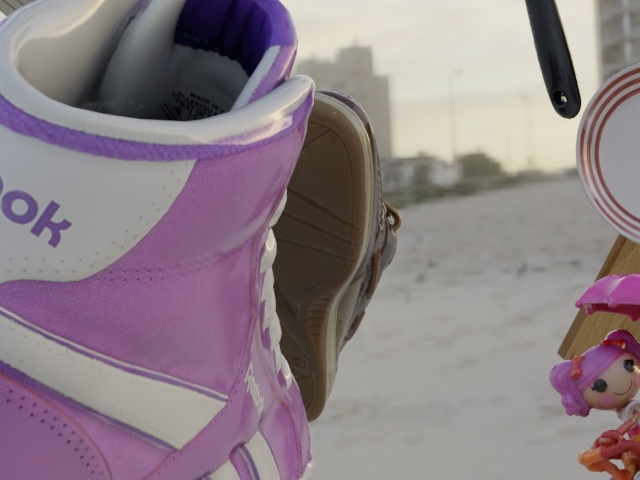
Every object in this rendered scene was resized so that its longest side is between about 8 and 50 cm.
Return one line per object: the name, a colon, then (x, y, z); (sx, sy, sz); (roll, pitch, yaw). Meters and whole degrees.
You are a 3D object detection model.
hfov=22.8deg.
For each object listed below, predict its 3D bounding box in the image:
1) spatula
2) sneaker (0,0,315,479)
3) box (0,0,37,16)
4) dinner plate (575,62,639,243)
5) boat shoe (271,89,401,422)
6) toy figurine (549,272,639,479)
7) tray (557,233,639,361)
spatula: (0.155, -0.238, 1.262); (0.030, 0.296, 0.084); (-27, 10, -38)
sneaker: (-0.035, 0.012, 0.444); (0.102, 0.161, 0.282); (31, 6, 12)
box: (-0.229, -0.361, 1.494); (0.148, 0.311, 0.121); (41, 5, -26)
dinner plate: (0.251, -0.061, 1.147); (0.141, 0.141, 0.017); (-3, -9, -8)
boat shoe: (0.000, 0.000, 1.293); (0.123, 0.342, 0.123); (23, 46, 19)
toy figurine: (0.190, 0.095, 0.880); (0.173, 0.159, 0.130); (-33, -15, -3)
tray: (0.353, -0.065, 1.361); (0.076, 0.411, 0.203); (39, 42, 23)
